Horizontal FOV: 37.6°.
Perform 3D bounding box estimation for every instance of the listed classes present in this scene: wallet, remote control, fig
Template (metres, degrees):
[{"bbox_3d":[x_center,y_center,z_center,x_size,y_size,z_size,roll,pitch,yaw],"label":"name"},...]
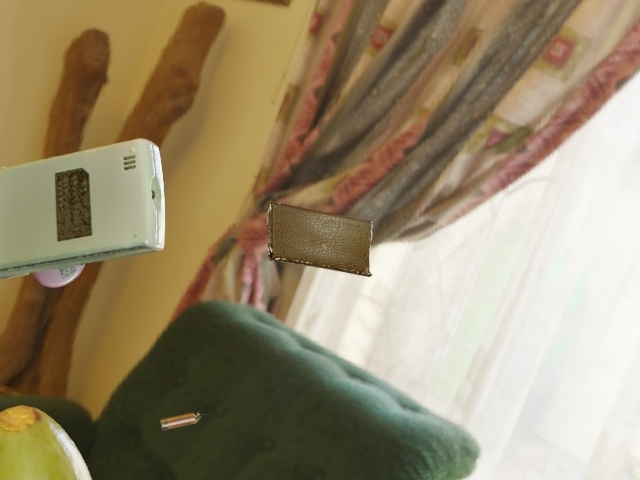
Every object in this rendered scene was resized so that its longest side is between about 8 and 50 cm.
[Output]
[{"bbox_3d":[0.000,0.000,1.974,0.243,0.132,0.039,10,-23,-29],"label":"wallet"},{"bbox_3d":[-0.361,-0.032,1.214,0.344,0.145,0.050,-8,-12,20],"label":"remote control"},{"bbox_3d":[-0.536,0.464,1.722,0.258,0.326,0.258,0,8,0],"label":"fig"}]

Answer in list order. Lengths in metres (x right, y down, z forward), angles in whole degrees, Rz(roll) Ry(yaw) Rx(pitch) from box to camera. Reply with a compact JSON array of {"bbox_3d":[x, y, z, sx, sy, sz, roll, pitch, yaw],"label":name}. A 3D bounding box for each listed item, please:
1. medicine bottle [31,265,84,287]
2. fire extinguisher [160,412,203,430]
[{"bbox_3d":[-0.427,-0.010,1.399,0.119,0.094,0.188,21,13,-48],"label":"medicine bottle"},{"bbox_3d":[-0.267,0.348,1.817,0.083,0.022,0.028,-9,-22,-17],"label":"fire extinguisher"}]
